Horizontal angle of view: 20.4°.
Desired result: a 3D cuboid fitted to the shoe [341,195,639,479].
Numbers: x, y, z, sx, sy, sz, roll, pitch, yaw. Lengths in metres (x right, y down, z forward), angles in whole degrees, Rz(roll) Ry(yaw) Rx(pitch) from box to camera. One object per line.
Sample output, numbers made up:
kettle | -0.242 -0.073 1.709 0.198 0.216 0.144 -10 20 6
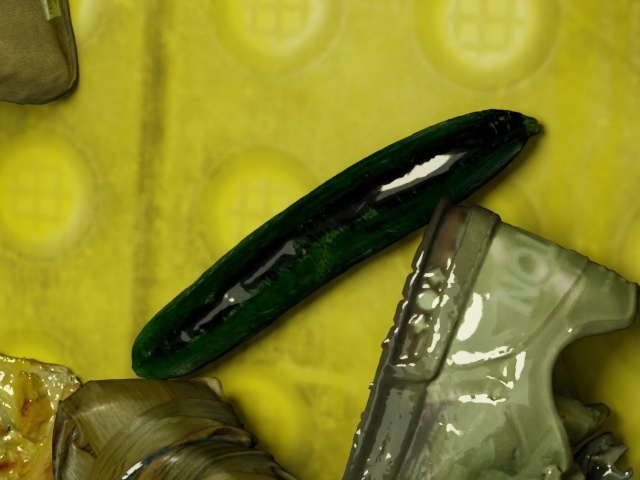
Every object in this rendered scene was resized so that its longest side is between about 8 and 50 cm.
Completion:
shoe | 0.092 0.131 0.975 0.149 0.109 0.293 16 103 9

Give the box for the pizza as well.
pizza | -0.210 0.131 1.126 0.099 0.036 0.160 44 108 11

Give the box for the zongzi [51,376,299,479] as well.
zongzi | -0.064 0.228 0.961 0.289 0.123 0.260 33 122 59

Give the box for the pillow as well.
pillow | -0.221 -0.134 1.009 0.033 0.217 0.130 -11 93 37

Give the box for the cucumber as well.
cucumber | 0.000 0.000 1.026 0.284 0.056 0.056 -33 84 18
